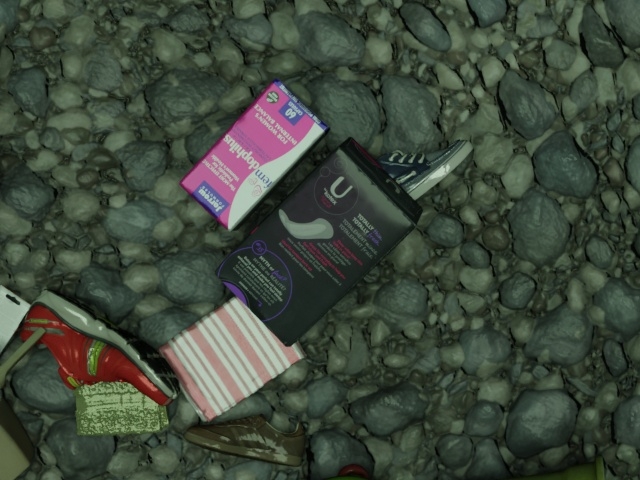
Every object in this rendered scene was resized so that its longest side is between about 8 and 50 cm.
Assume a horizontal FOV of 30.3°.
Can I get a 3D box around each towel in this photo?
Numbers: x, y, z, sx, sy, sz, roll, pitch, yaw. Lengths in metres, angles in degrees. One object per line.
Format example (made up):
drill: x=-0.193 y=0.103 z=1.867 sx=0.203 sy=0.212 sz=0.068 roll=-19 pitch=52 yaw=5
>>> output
towel: x=-0.139 y=0.176 z=1.857 sx=0.197 sy=0.029 sz=0.144 roll=-34 pitch=88 yaw=1
towel: x=-0.314 y=0.253 z=1.859 sx=0.148 sy=0.027 sz=0.110 roll=-6 pitch=92 yaw=0

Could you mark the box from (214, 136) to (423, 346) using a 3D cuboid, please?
box: x=0.000 y=0.000 z=1.766 sx=0.165 sy=0.143 sz=0.270 roll=46 pitch=105 yaw=-1

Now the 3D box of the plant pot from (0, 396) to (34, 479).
plant pot: x=-0.503 y=0.325 z=1.828 sx=0.109 sy=0.109 sz=0.096 roll=-42 pitch=103 yaw=1

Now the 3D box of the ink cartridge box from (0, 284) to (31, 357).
ink cartridge box: x=-0.506 y=0.132 z=1.858 sx=0.062 sy=0.029 sz=0.115 roll=34 pitch=90 yaw=0

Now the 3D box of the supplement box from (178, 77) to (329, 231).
supplement box: x=-0.099 y=-0.128 z=1.808 sx=0.111 sy=0.114 sz=0.220 roll=43 pitch=93 yaw=-1

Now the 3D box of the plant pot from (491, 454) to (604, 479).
plant pot: x=0.295 y=0.458 z=1.759 sx=0.253 sy=0.276 sz=0.276 roll=-2 pitch=91 yaw=13

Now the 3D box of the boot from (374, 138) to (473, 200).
boot: x=0.140 y=-0.113 z=1.826 sx=0.190 sy=0.069 sz=0.086 roll=-39 pitch=93 yaw=3

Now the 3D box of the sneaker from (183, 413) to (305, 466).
sneaker: x=-0.117 y=0.303 z=1.849 sx=0.188 sy=0.066 sz=0.071 roll=13 pitch=74 yaw=-5

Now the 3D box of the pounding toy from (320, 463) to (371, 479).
pounding toy: x=0.022 y=0.433 z=1.836 sx=0.182 sy=0.110 sz=0.237 roll=0 pitch=120 yaw=-10

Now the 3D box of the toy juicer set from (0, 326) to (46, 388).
toy juicer set: x=-0.567 y=0.244 z=1.738 sx=0.329 sy=0.209 sz=0.089 roll=-39 pitch=99 yaw=18

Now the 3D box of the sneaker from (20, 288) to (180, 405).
sneaker: x=-0.339 y=0.185 z=1.815 sx=0.279 sy=0.107 sz=0.118 roll=31 pitch=88 yaw=16
